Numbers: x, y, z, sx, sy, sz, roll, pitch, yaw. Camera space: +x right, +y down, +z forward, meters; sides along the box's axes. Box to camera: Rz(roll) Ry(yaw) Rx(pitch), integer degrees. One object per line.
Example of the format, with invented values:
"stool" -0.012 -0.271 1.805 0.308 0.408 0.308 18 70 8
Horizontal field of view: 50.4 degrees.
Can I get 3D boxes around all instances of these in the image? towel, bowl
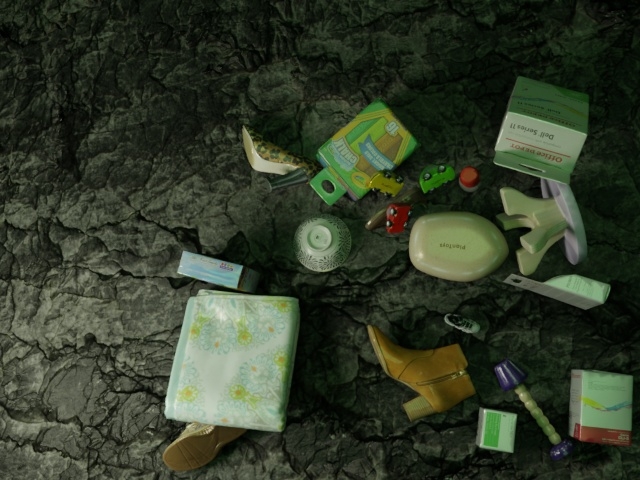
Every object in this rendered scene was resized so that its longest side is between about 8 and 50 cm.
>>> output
"towel" -0.231 0.316 1.848 0.320 0.090 0.375 3 62 9
"bowl" 0.000 0.000 1.927 0.170 0.080 0.170 -1 81 8

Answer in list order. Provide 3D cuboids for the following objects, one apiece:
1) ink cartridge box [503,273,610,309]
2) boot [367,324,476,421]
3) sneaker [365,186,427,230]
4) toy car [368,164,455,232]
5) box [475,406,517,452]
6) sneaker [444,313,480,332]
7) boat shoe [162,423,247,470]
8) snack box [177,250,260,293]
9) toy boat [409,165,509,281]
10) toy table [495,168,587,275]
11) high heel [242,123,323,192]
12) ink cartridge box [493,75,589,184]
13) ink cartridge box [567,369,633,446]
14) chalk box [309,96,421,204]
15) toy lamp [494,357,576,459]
"ink cartridge box" 0.609 0.113 1.769 0.232 0.189 0.066 23 84 11
"boot" 0.274 0.320 1.834 0.211 0.104 0.295 -27 83 -3
"sneaker" 0.216 -0.074 1.918 0.188 0.066 0.071 -36 83 2
"toy car" 0.249 -0.144 1.813 0.225 0.239 0.053 -26 47 3
"box" 0.457 0.492 1.770 0.087 0.102 0.101 8 80 7
"sneaker" 0.385 0.225 1.841 0.098 0.069 0.038 16 83 10
"boat shoe" -0.305 0.537 1.883 0.285 0.089 0.105 -31 104 4
"snack box" -0.277 0.090 1.883 0.174 0.207 0.070 14 82 9
"toy boat" 0.390 -0.047 1.863 0.267 0.148 0.318 11 89 14
"toy table" 0.578 -0.041 1.784 0.160 0.252 0.274 -21 99 1
"high heel" -0.114 -0.261 2.006 0.186 0.093 0.261 -18 61 -21
"ink cartridge box" 0.579 -0.295 1.769 0.207 0.353 0.119 18 127 10
"ink cartridge box" 0.712 0.421 1.733 0.127 0.128 0.176 4 81 8
"chalk box" 0.104 -0.225 1.885 0.289 0.179 0.180 -42 91 -2
"toy lamp" 0.554 0.437 1.781 0.080 0.080 0.275 -32 79 1
